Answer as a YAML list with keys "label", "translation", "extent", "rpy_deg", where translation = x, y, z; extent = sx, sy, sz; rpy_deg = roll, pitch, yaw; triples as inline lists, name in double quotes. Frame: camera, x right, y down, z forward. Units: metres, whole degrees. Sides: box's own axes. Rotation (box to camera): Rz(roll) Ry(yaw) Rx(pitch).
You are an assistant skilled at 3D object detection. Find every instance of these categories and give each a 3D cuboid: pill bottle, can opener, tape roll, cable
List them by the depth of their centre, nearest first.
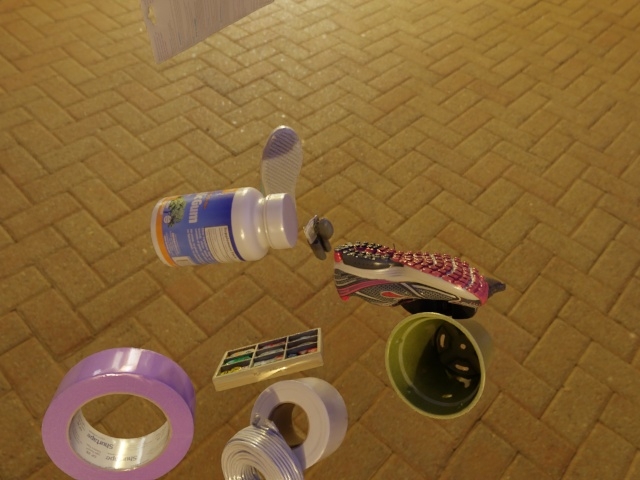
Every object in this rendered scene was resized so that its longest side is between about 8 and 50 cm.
- label: "tape roll"
  translation: [-0.391, 0.354, 0.972]
  extent: [0.275, 0.274, 0.090]
  rpy_deg: [-2, 21, -11]
- label: "pill bottle"
  translation: [-0.191, -0.030, 1.004]
  extent: [0.272, 0.152, 0.152]
  rpy_deg: [-6, 47, 13]
- label: "cable"
  translation: [-0.157, 0.633, 1.320]
  extent: [0.257, 0.257, 0.089]
  rpy_deg: [44, 33, 17]
- label: "tape roll"
  translation: [-0.060, 0.530, 1.427]
  extent: [0.246, 0.169, 0.245]
  rpy_deg: [-5, 76, 20]
- label: "can opener"
  translation: [0.000, 0.000, 1.653]
  extent: [0.093, 0.280, 0.074]
  rpy_deg: [30, 75, 17]

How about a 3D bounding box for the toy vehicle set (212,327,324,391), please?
- label: "toy vehicle set"
  translation: [-0.123, 0.295, 1.226]
  extent: [0.267, 0.035, 0.166]
  rpy_deg: [-15, 10, 2]

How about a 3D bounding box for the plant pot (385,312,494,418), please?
- label: "plant pot"
  translation: [0.363, 0.321, 1.365]
  extent: [0.276, 0.276, 0.254]
  rpy_deg: [44, 26, 26]

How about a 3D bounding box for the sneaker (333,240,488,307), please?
- label: "sneaker"
  translation: [0.167, 0.079, 0.934]
  extent: [0.299, 0.111, 0.121]
  rpy_deg: [10, 19, 29]

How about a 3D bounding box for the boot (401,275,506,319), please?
- label: "boot"
  translation: [0.378, 0.150, 1.416]
  extent: [0.263, 0.091, 0.229]
  rpy_deg: [9, 19, 33]

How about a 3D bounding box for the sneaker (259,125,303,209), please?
- label: "sneaker"
  translation: [-0.147, -0.222, 1.586]
  extent: [0.135, 0.365, 0.150]
  rpy_deg: [-8, 43, -21]

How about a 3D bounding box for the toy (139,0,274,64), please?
- label: "toy"
  translation: [-0.162, -0.365, 0.684]
  extent: [0.056, 0.136, 0.237]
  rpy_deg: [39, 61, 21]
